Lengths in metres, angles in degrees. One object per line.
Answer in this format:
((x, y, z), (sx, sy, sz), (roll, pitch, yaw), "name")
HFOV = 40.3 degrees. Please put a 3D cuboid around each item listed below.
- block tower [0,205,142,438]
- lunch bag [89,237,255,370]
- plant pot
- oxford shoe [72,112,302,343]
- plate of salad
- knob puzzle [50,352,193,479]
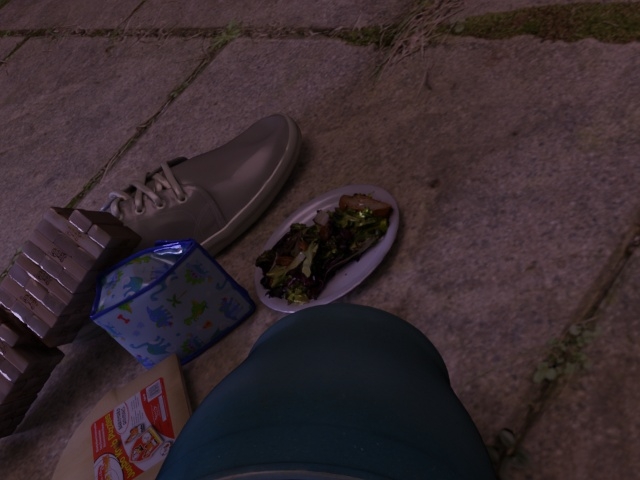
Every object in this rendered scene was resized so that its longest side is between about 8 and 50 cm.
((-0.362, 0.107, 1.090), (0.091, 0.097, 0.335), (37, 97, 11), "block tower")
((-0.173, 0.071, 1.036), (0.151, 0.129, 0.096), (-26, 39, 17), "lunch bag")
((0.007, 0.186, 0.652), (0.272, 0.271, 0.255), (-25, 23, 18), "plant pot")
((-0.217, -0.035, 1.197), (0.449, 0.130, 0.169), (-38, 33, -2), "oxford shoe")
((0.000, 0.000, 1.034), (0.200, 0.048, 0.199), (-23, 38, 20), "plate of salad")
((-0.220, 0.239, 0.974), (0.213, 0.030, 0.213), (-23, 38, 20), "knob puzzle")
